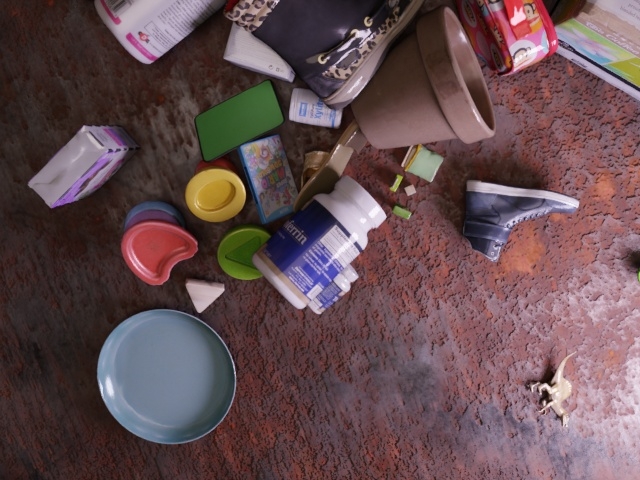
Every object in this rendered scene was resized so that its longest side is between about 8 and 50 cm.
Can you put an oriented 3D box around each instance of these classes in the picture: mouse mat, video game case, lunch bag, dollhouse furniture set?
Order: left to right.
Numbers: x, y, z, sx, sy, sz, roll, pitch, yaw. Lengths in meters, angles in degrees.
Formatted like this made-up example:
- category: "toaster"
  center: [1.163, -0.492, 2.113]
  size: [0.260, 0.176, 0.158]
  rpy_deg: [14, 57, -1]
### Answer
- category: "mouse mat"
  center: [-0.169, -0.248, 1.361]
  size: [0.189, 0.153, 0.007]
  rpy_deg: [-24, 142, 7]
- category: "video game case"
  center: [-0.103, -0.130, 1.380]
  size: [0.015, 0.119, 0.166]
  rpy_deg: [-10, 101, 42]
- category: "dollhouse furniture set"
  center: [0.194, -0.124, 1.383]
  size: [0.076, 0.058, 0.152]
  rpy_deg: [26, 100, -1]
- category: "lunch bag"
  center: [0.323, -0.453, 1.217]
  size: [0.120, 0.258, 0.293]
  rpy_deg: [-25, 98, 9]

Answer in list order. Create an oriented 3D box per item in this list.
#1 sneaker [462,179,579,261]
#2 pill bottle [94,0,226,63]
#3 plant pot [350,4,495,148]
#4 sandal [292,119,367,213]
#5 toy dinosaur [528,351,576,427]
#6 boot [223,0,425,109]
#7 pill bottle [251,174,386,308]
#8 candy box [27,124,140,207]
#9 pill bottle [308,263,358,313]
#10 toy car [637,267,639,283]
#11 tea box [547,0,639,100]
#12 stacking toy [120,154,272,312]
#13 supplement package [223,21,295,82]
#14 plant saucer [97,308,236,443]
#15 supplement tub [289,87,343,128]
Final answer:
- category: "sneaker"
  center: [0.405, -0.030, 1.362]
  size: [0.226, 0.086, 0.164]
  rpy_deg: [8, 89, 12]
- category: "pill bottle"
  center: [-0.285, -0.495, 1.302]
  size: [0.283, 0.160, 0.160]
  rpy_deg: [-35, 96, 9]
- category: "plant pot"
  center: [0.186, -0.283, 1.278]
  size: [0.229, 0.263, 0.263]
  rpy_deg: [-20, 98, 24]
- category: "sandal"
  center: [0.006, -0.168, 1.391]
  size: [0.240, 0.088, 0.079]
  rpy_deg: [-51, 60, 10]
- category: "toy dinosaur"
  center: [0.509, 0.322, 1.449]
  size: [0.092, 0.053, 0.183]
  rpy_deg: [-7, 107, -10]
- category: "boot"
  center: [0.027, -0.462, 1.181]
  size: [0.284, 0.138, 0.377]
  rpy_deg: [30, 98, -28]
- category: "pill bottle"
  center: [0.000, 0.000, 1.357]
  size: [0.264, 0.153, 0.153]
  rpy_deg: [-44, 94, -4]
- category: "candy box"
  center: [-0.477, -0.156, 1.353]
  size: [0.165, 0.196, 0.070]
  rpy_deg: [-42, 95, 10]
- category: "pill bottle"
  center: [0.021, 0.098, 1.427]
  size: [0.120, 0.067, 0.067]
  rpy_deg: [-40, 95, 10]
- category: "toy car"
  center: [0.762, 0.035, 1.374]
  size: [0.224, 0.053, 0.239]
  rpy_deg: [-25, 96, 8]
- category: "tea box"
  center: [0.606, -0.396, 1.175]
  size: [0.328, 0.323, 0.220]
  rpy_deg: [29, 100, -1]
- category: "stacking toy"
  center: [-0.253, -0.019, 1.434]
  size: [0.308, 0.130, 0.279]
  rpy_deg: [-33, 122, 11]
- category: "supplement package"
  center: [-0.085, -0.452, 1.307]
  size: [0.133, 0.139, 0.244]
  rpy_deg: [18, 99, 0]
- category: "plant saucer"
  center: [-0.345, 0.305, 1.501]
  size: [0.317, 0.044, 0.318]
  rpy_deg: [1, 99, 4]
- category: "supplement tub"
  center: [-0.007, -0.273, 1.366]
  size: [0.107, 0.071, 0.071]
  rpy_deg: [9, 100, 2]
